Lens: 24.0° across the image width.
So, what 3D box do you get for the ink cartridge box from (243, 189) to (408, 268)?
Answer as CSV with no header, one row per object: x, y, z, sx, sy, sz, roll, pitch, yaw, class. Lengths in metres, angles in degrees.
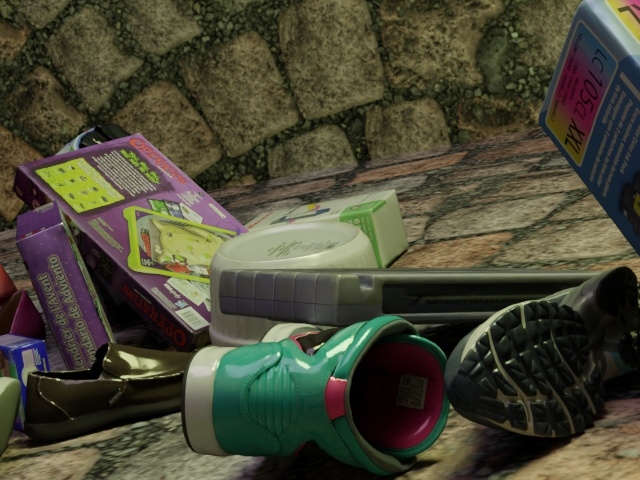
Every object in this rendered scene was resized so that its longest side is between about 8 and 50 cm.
0.000,0.000,2.132,0.212,0.093,0.154,-11,9,19,ink cartridge box

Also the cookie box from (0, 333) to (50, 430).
-0.319,0.149,1.589,0.040,0.091,0.107,-13,7,-30,cookie box

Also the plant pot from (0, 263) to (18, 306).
-0.531,0.014,1.769,0.275,0.243,0.275,-25,0,0,plant pot

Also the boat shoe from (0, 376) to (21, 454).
-0.353,0.178,1.420,0.081,0.079,0.227,13,16,8,boat shoe

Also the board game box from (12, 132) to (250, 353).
-0.199,-0.003,1.881,0.208,0.056,0.347,-23,54,-41,board game box

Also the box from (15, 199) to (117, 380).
-0.280,0.067,1.689,0.057,0.201,0.293,-23,9,-8,box

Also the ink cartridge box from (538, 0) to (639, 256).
0.391,-0.036,1.153,0.270,0.395,0.151,-16,-35,-20,ink cartridge box

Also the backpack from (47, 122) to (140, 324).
-0.295,-0.024,2.133,0.213,0.263,0.276,-27,5,12,backpack

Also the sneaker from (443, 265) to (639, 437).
0.171,0.105,1.235,0.122,0.110,0.283,-23,-6,37,sneaker

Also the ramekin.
-0.028,0.051,1.690,0.207,0.109,0.207,-7,14,2,ramekin

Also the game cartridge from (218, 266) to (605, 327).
0.104,0.056,1.491,0.355,0.068,0.230,0,-4,-31,game cartridge

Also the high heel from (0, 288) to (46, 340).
-0.384,0.136,1.671,0.082,0.117,0.244,-7,9,32,high heel

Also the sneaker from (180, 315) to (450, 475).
0.023,0.118,1.221,0.178,0.123,0.295,0,2,18,sneaker

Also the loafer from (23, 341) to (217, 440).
-0.196,0.139,1.521,0.220,0.078,0.080,-15,9,-19,loafer
